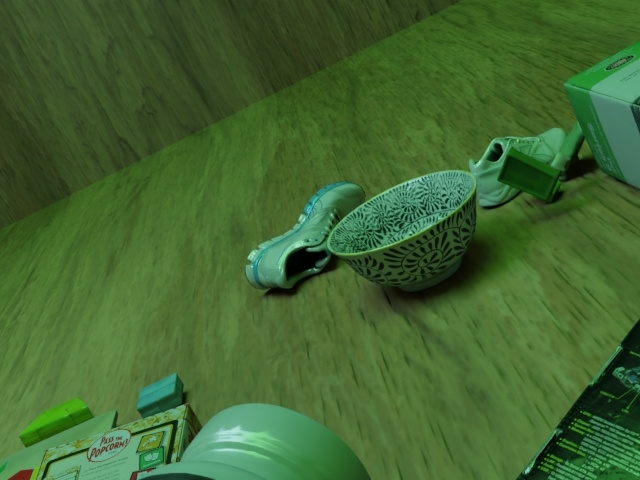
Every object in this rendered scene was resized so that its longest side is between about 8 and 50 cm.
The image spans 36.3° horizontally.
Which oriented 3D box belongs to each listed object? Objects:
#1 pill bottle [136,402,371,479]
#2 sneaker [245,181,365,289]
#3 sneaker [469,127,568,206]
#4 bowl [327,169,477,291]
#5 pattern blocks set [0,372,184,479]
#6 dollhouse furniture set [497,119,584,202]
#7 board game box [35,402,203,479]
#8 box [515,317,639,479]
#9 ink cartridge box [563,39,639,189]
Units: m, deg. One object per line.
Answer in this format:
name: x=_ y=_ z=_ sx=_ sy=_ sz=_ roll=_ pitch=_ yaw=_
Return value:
pill bottle: x=-0.076 y=0.226 z=0.539 sx=0.162 sy=0.162 sz=0.278 roll=-15 pitch=22 yaw=32
sneaker: x=0.000 y=0.000 z=1.206 sx=0.190 sy=0.071 sz=0.083 roll=-45 pitch=30 yaw=-23
sneaker: x=0.235 y=-0.100 z=1.147 sx=0.152 sy=0.061 sz=0.053 roll=-35 pitch=18 yaw=-26
bowl: x=0.099 y=0.002 z=1.028 sx=0.170 sy=0.080 sz=0.170 roll=-23 pitch=19 yaw=8
pattern blocks set: x=-0.289 y=0.246 z=0.988 sx=0.325 sy=0.026 sz=0.285 roll=-22 pitch=19 yaw=13
dollhouse furniture set: x=0.248 y=-0.097 z=1.070 sx=0.058 sy=0.076 sz=0.152 roll=27 pitch=41 yaw=15
board game box: x=-0.176 y=0.228 z=0.804 sx=0.147 sy=0.045 sz=0.193 roll=-19 pitch=26 yaw=10
box: x=0.206 y=0.130 z=0.485 sx=0.190 sy=0.045 sz=0.184 roll=21 pitch=54 yaw=42
ink cartridge box: x=0.392 y=-0.128 z=0.907 sx=0.211 sy=0.121 sz=0.289 roll=-28 pitch=19 yaw=-1
